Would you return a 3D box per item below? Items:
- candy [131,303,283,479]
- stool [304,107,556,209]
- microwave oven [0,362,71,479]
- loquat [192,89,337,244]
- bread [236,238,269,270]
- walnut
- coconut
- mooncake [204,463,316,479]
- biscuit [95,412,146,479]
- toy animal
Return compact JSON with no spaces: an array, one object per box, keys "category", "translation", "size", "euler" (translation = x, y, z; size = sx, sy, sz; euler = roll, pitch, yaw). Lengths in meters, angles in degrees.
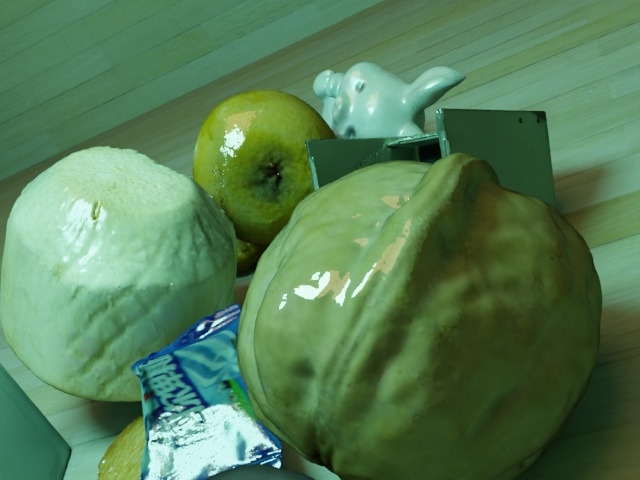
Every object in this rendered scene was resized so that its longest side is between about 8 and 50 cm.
[{"category":"candy","translation":[-0.153,0.207,1.028],"size":[0.187,0.077,0.331],"euler":[-27,33,2]},{"category":"stool","translation":[0.160,-0.084,1.176],"size":[0.243,0.170,0.269],"euler":[-6,1,44]},{"category":"microwave oven","translation":[-0.536,0.299,1.195],"size":[0.181,0.295,0.237],"euler":[-26,24,8]},{"category":"loquat","translation":[-0.091,-0.124,1.406],"size":[0.263,0.263,0.263],"euler":[-25,24,12]},{"category":"bread","translation":[-0.151,-0.042,1.625],"size":[0.240,0.139,0.240],"euler":[-23,28,13]},{"category":"walnut","translation":[0.099,0.087,0.857],"size":[0.381,0.381,0.381],"euler":[-25,24,12]},{"category":"coconut","translation":[-0.325,0.070,1.332],"size":[0.415,0.415,0.344],"euler":[-4,14,46]},{"category":"mooncake","translation":[-0.085,0.349,0.769],"size":[0.283,0.141,0.283],"euler":[-18,27,9]},{"category":"biscuit","translation":[-0.251,0.302,1.188],"size":[0.144,0.033,0.224],"euler":[-15,26,32]},{"category":"toy animal","translation":[0.125,-0.219,1.533],"size":[0.241,0.196,0.367],"euler":[7,1,-18]}]
